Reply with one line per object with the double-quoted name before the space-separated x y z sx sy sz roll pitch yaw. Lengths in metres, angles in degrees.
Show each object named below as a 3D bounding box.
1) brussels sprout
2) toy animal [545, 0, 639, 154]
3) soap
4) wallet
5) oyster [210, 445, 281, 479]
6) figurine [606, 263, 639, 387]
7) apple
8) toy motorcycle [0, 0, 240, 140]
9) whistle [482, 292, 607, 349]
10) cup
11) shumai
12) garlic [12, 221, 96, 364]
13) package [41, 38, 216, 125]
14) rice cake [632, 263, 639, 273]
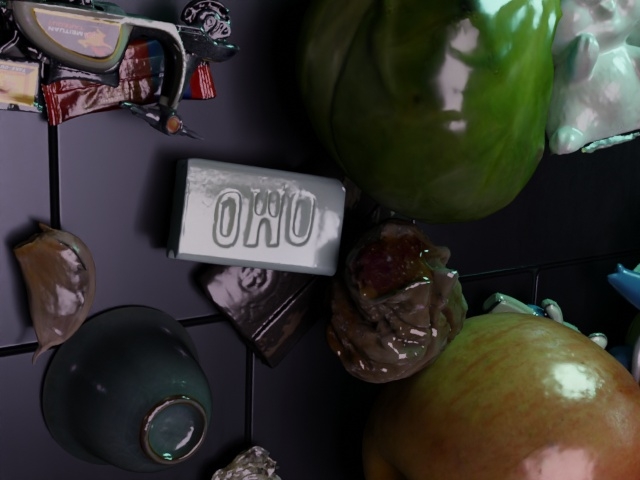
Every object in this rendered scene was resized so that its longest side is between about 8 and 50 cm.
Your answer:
"brussels sprout" 0.134 -0.209 1.176 0.314 0.276 0.371 16 83 -31
"toy animal" 0.373 -0.260 1.397 0.249 0.174 0.289 5 101 -23
"soap" -0.075 -0.026 1.191 0.198 0.066 0.119 7 90 -23
"wallet" 0.000 0.000 1.292 0.321 0.044 0.170 -46 121 -16
"oyster" -0.092 0.357 1.318 0.125 0.064 0.177 -22 112 -23
"figurine" 0.569 0.156 1.612 0.297 0.243 0.417 8 93 -27
"apple" 0.233 0.275 1.329 0.363 0.364 0.364 -10 108 -31
"toy motorcycle" -0.212 -0.192 1.051 0.263 0.091 0.157 5 100 -24
"whistle" 0.333 0.139 1.537 0.235 0.077 0.114 31 117 -30
"cup" -0.196 0.188 1.147 0.199 0.150 0.199 -9 107 -32
"shumai" 0.118 0.056 1.227 0.218 0.185 0.184 -27 85 -37
"garlic" -0.286 0.052 1.110 0.084 0.066 0.152 -8 106 -3
"package" -0.211 -0.183 1.113 0.200 0.022 0.083 -14 106 -28
"rice cake" 0.595 0.010 1.698 0.207 0.033 0.033 -39 116 -20
